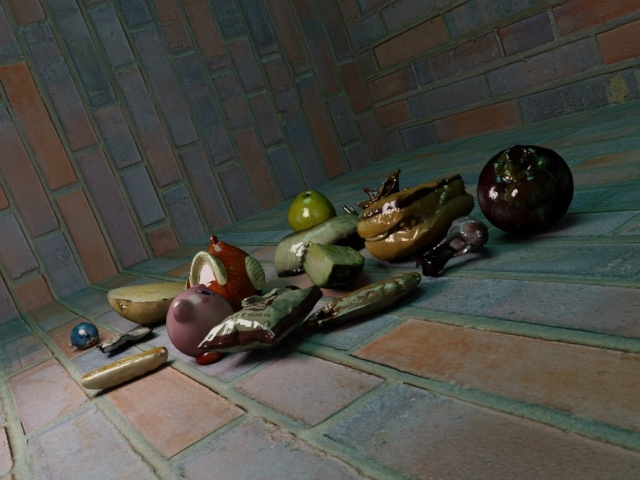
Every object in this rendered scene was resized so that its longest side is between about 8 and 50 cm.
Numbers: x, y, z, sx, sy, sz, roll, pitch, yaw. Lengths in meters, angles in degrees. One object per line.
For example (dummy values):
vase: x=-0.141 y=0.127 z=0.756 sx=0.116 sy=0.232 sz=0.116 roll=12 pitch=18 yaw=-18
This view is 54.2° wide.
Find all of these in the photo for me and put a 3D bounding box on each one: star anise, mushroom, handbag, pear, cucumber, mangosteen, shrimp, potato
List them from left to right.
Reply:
potato: x=-0.527 y=0.208 z=2.000 sx=0.299 sy=0.115 sz=0.239 roll=-5 pitch=5 yaw=-15
handbag: x=-0.129 y=0.177 z=1.391 sx=0.213 sy=0.127 sz=0.235 roll=-19 pitch=10 yaw=31
pear: x=-0.032 y=-0.090 z=2.397 sx=0.198 sy=0.198 sz=0.198 roll=-20 pitch=11 yaw=4
mushroom: x=-0.002 y=-0.001 z=2.056 sx=0.344 sy=0.130 sz=0.247 roll=-20 pitch=15 yaw=-4
cucumber: x=0.040 y=0.077 z=1.675 sx=0.145 sy=0.105 sz=0.325 roll=5 pitch=6 yaw=-11
shrimp: x=0.090 y=0.137 z=1.399 sx=0.294 sy=0.062 sz=0.154 roll=-19 pitch=-2 yaw=-8
star anise: x=0.213 y=-0.135 z=2.269 sx=0.346 sy=0.148 sz=0.237 roll=-10 pitch=58 yaw=41
mangosteen: x=0.487 y=-0.147 z=1.498 sx=0.231 sy=0.289 sz=0.231 roll=-10 pitch=54 yaw=14

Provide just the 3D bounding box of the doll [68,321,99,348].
doll: x=-0.777 y=0.313 z=2.052 sx=0.114 sy=0.085 sz=0.152 roll=-44 pitch=10 yaw=-30

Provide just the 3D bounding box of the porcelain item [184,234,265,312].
porcelain item: x=-0.291 y=0.095 z=1.835 sx=0.253 sy=0.252 sz=0.253 roll=-20 pitch=11 yaw=4

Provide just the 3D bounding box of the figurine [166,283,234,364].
figurine: x=-0.286 y=0.193 z=1.494 sx=0.173 sy=0.173 sz=0.173 roll=-20 pitch=11 yaw=4

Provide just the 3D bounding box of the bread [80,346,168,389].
bread: x=-0.475 y=0.318 z=1.532 sx=0.214 sy=0.053 sz=0.073 roll=-20 pitch=14 yaw=-12

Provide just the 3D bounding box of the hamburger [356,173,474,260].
hamburger: x=0.259 y=-0.069 z=1.700 sx=0.305 sy=0.174 sz=0.284 roll=-30 pitch=-1 yaw=-27

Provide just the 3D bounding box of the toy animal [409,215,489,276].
toy animal: x=0.352 y=-0.011 z=1.549 sx=0.195 sy=0.090 sz=0.324 roll=-24 pitch=4 yaw=39

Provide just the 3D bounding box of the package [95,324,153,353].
package: x=-0.595 y=0.299 z=1.904 sx=0.166 sy=0.040 sz=0.232 roll=-22 pitch=2 yaw=-25

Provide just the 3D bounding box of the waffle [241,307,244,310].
waffle: x=-0.182 y=0.196 z=1.541 sx=0.029 sy=0.083 sz=0.075 roll=15 pitch=-12 yaw=19
